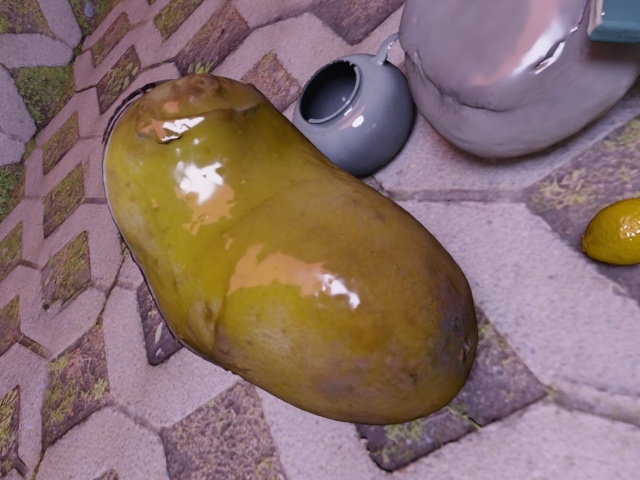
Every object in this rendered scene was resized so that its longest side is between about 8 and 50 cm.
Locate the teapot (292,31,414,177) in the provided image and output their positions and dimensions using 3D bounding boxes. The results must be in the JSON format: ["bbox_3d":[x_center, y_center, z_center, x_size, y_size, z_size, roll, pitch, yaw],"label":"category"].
[{"bbox_3d":[0.042,-0.193,0.645,0.294,0.129,0.193,-39,52,16],"label":"teapot"}]

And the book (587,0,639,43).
[{"bbox_3d":[0.426,-0.255,0.342,0.379,0.031,0.264,11,74,10],"label":"book"}]

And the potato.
[{"bbox_3d":[0.000,0.000,0.448,0.296,0.290,0.397,2,111,44],"label":"potato"}]

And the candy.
[{"bbox_3d":[0.232,-0.239,0.493,0.295,0.185,0.295,-5,81,36],"label":"candy"}]

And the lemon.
[{"bbox_3d":[0.300,-0.009,0.408,0.092,0.065,0.065,-25,56,24],"label":"lemon"}]
